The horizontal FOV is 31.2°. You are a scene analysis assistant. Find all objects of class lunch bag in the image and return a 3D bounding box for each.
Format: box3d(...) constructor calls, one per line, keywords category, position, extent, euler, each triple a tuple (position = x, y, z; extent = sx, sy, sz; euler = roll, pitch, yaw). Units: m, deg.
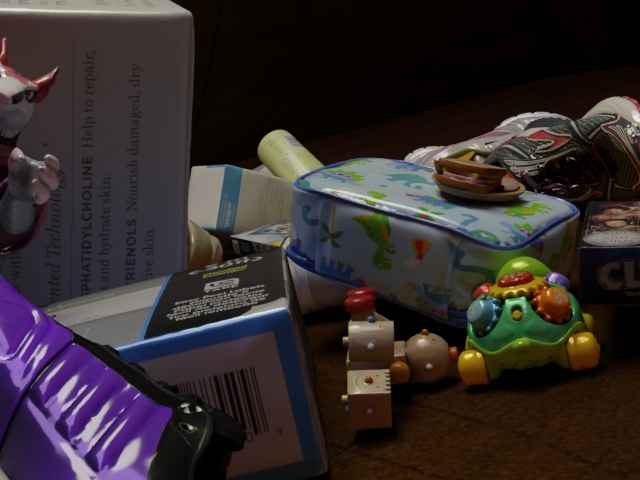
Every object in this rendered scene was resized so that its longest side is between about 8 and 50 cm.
box3d(category="lunch bag", position=(0.097, -0.005, 0.966), extent=(0.219, 0.090, 0.176), euler=(17, 23, 29))

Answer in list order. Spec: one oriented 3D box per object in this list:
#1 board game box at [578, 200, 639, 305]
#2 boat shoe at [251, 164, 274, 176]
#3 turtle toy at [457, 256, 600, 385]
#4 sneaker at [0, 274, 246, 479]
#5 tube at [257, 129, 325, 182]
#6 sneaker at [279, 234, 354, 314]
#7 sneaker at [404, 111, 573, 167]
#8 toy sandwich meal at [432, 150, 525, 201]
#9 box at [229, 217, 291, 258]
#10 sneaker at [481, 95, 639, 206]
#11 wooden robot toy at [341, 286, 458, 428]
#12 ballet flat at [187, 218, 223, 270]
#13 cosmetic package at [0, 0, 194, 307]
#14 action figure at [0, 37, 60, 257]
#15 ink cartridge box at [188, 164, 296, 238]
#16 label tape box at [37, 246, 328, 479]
box3d(category="board game box", position=(0.307, 0.005, 0.800), extent=(0.243, 0.042, 0.165), euler=(-1, 12, 15))
box3d(category="boat shoe", position=(-0.089, -0.060, 1.751), extent=(0.096, 0.088, 0.267), euler=(-26, 10, 11))
box3d(category="turtle toy", position=(0.142, 0.052, 0.797), extent=(0.095, 0.066, 0.130), euler=(-11, 9, 14))
box3d(category="sneaker", position=(-0.117, 0.101, 0.565), extent=(0.146, 0.102, 0.293), euler=(-7, 37, -27))
box3d(category="tube", position=(-0.011, -0.077, 1.640), extent=(0.070, 0.062, 0.240), euler=(-48, 46, 4))
box3d(category="sneaker", position=(0.065, 0.007, 1.156), extent=(0.121, 0.099, 0.262), euler=(0, 21, 27))
box3d(category="sneaker", position=(0.234, -0.097, 1.529), extent=(0.252, 0.103, 0.111), euler=(-20, 13, 1))
box3d(category="toy sandwich meal", position=(0.128, -0.055, 0.937), extent=(0.085, 0.029, 0.085), euler=(6, 17, -2))
box3d(category="box", position=(0.000, 0.000, 1.397), extent=(0.159, 0.044, 0.233), euler=(-16, 9, -19))
box3d(category="sneaker", position=(0.284, -0.077, 1.288), extent=(0.112, 0.121, 0.299), euler=(-31, 7, -19))
box3d(category="wooden robot toy", position=(0.056, 0.074, 0.792), extent=(0.079, 0.076, 0.173), euler=(-2, 10, 4))
box3d(category="ballet flat", position=(-0.166, 0.016, 1.462), extent=(0.086, 0.086, 0.248), euler=(-16, 8, -19))
box3d(category="cosmetic package", position=(-0.350, -0.090, 1.144), extent=(0.393, 0.327, 0.329), euler=(-1, 17, -16))
box3d(category="action figure", position=(-0.311, 0.010, 0.886), extent=(0.370, 0.248, 0.276), euler=(-54, -18, -19))
box3d(category="ink cartridge box", position=(-0.100, -0.045, 1.563), extent=(0.143, 0.090, 0.092), euler=(13, -7, -35))
box3d(category="label tape box", position=(-0.133, 0.089, 0.819), extent=(0.249, 0.115, 0.348), euler=(-14, 11, -1))
